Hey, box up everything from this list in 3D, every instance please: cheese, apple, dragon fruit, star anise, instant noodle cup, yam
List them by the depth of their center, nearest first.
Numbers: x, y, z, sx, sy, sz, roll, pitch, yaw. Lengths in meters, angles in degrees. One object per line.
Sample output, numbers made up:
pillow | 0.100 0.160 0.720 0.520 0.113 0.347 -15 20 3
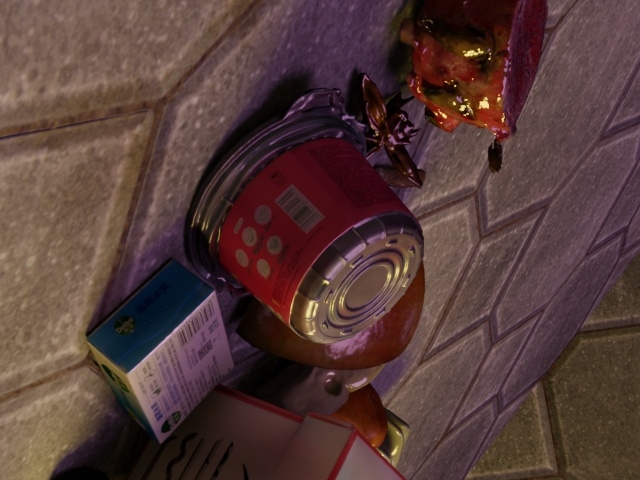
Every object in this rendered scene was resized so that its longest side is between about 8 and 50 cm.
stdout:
instant noodle cup | 0.000 0.000 1.197 0.258 0.181 0.302 -21 141 -34
dragon fruit | 0.194 -0.237 1.338 0.211 0.147 0.282 -22 125 -64
star anise | 0.071 -0.153 1.358 0.140 0.144 0.158 8 117 -14
apple | 0.039 0.058 1.478 0.179 0.254 0.346 -21 179 36
yam | 0.117 -0.093 1.542 0.145 0.032 0.032 -3 125 -60
cheese | 0.008 0.200 1.601 0.263 0.093 0.159 -37 -173 -30
apple | 0.033 0.296 1.743 0.156 0.158 0.147 -6 125 -55

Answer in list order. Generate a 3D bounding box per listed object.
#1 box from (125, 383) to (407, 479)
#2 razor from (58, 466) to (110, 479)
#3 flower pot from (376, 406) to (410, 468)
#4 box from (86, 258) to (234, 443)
box | -0.070 0.397 1.344 0.314 0.300 0.312 -61 140 -20
razor | -0.313 0.351 1.288 0.148 0.054 0.090 -60 160 14
flower pot | 0.023 0.465 1.944 0.368 0.164 0.254 -52 162 -6
box | -0.180 0.133 1.223 0.139 0.073 0.194 -45 155 -23
